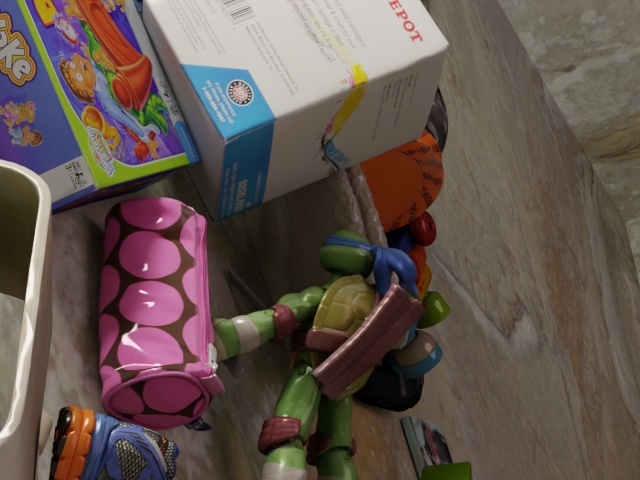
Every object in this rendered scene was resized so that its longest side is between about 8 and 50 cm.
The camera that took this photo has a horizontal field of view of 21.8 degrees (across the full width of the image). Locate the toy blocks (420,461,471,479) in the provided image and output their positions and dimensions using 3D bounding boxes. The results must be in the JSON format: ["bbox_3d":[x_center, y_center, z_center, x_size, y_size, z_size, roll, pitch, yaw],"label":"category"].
[{"bbox_3d":[0.097,0.417,1.509,0.381,0.190,0.261,-71,150,-63],"label":"toy blocks"}]

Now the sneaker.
[{"bbox_3d":[-0.138,0.216,1.071,0.083,0.087,0.221,-103,-160,-68],"label":"sneaker"}]

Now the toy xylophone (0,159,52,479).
[{"bbox_3d":[-0.217,0.102,1.051,0.323,0.081,0.236,-96,-170,-59],"label":"toy xylophone"}]

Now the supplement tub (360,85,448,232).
[{"bbox_3d":[0.025,-0.181,1.888,0.207,0.207,0.338,48,22,-45],"label":"supplement tub"}]

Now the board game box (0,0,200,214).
[{"bbox_3d":[-0.240,-0.199,1.406,0.347,0.078,0.233,67,18,-2],"label":"board game box"}]

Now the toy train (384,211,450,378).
[{"bbox_3d":[0.104,0.036,1.906,0.143,0.105,0.248,60,30,-22],"label":"toy train"}]

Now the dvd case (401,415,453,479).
[{"bbox_3d":[0.135,0.260,2.022,0.119,0.013,0.087,24,46,-63],"label":"dvd case"}]

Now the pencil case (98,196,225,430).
[{"bbox_3d":[-0.132,0.055,1.379,0.095,0.098,0.209,48,26,-45],"label":"pencil case"}]

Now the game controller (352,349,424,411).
[{"bbox_3d":[0.038,0.045,1.954,0.166,0.067,0.319,13,54,-50],"label":"game controller"}]

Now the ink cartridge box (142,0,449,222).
[{"bbox_3d":[-0.028,-0.160,1.556,0.171,0.232,0.168,61,-18,21],"label":"ink cartridge box"}]

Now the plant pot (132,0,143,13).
[{"bbox_3d":[-0.146,-0.366,1.653,0.236,0.212,0.236,62,20,-16],"label":"plant pot"}]

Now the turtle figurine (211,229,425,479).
[{"bbox_3d":[-0.044,0.125,1.541,0.198,0.274,0.266,85,8,-76],"label":"turtle figurine"}]

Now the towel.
[{"bbox_3d":[0.000,0.000,1.695,0.049,0.187,0.282,-7,72,-34],"label":"towel"}]
